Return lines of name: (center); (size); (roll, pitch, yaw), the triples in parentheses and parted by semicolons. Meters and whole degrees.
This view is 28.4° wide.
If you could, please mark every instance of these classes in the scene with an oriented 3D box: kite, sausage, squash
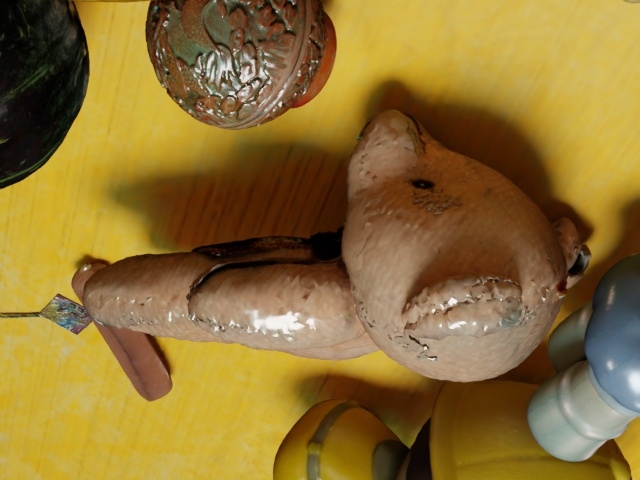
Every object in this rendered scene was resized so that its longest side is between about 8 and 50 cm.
kite: (-0.207, 0.061, 0.975); (0.078, 0.002, 0.044); (-19, 129, 30)
sausage: (-0.146, 0.070, 0.947); (0.030, 0.035, 0.147); (-26, 134, -4)
squash: (-0.213, -0.114, 0.671); (0.193, 0.156, 0.193); (13, 160, 5)

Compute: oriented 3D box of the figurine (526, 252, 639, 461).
figurine: (0.223, 0.035, 0.648); (0.205, 0.224, 0.382); (33, 133, -11)

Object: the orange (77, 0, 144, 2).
orange: (-0.079, -0.211, 0.454); (0.264, 0.264, 0.264); (8, 139, 7)

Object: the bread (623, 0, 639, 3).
bread: (0.204, -0.194, 0.448); (0.274, 0.149, 0.274); (13, 132, 15)

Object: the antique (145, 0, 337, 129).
antique: (-0.045, -0.108, 0.666); (0.104, 0.104, 0.104); (8, 139, 7)

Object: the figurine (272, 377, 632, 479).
figurine: (0.090, 0.174, 0.886); (0.256, 0.192, 0.167); (6, 121, 25)

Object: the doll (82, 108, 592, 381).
doll: (0.000, 0.000, 0.762); (0.303, 0.201, 0.156); (1, 96, 23)
